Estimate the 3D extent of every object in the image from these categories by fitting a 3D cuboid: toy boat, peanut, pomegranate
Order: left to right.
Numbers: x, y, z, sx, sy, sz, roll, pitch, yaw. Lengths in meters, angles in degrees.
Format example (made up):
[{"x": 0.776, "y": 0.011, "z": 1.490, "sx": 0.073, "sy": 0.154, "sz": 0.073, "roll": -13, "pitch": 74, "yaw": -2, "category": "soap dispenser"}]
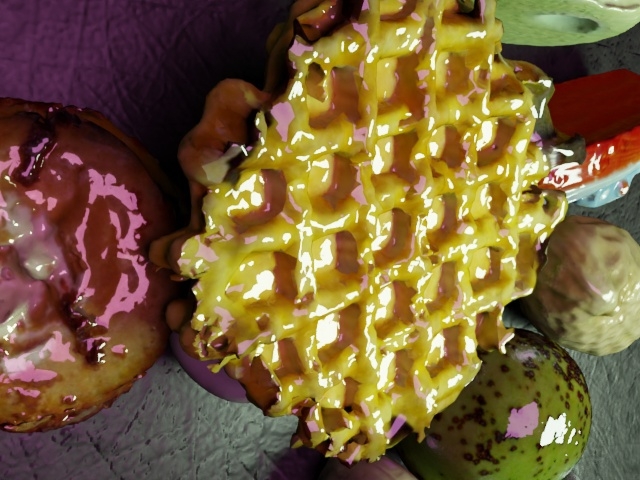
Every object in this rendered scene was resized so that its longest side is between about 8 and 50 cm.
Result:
[{"x": 0.170, "y": 0.152, "z": 0.819, "sx": 0.214, "sy": 0.214, "sz": 0.248, "roll": 13, "pitch": 50, "yaw": -33, "category": "pomegranate"}, {"x": 0.270, "y": -0.090, "z": 0.877, "sx": 0.332, "sy": 0.145, "sz": 0.133, "roll": -20, "pitch": 133, "yaw": -29, "category": "toy boat"}, {"x": 0.299, "y": 0.051, "z": 0.865, "sx": 0.313, "sy": 0.152, "sz": 0.152, "roll": 16, "pitch": 85, "yaw": -61, "category": "peanut"}]

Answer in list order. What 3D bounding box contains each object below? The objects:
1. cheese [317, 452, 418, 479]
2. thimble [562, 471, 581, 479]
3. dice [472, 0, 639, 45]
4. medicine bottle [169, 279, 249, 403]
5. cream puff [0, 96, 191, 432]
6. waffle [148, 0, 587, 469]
[{"x": 0.099, "y": 0.314, "z": 0.754, "sx": 0.071, "sy": 0.249, "sz": 0.163, "roll": -22, "pitch": 122, "yaw": -39, "category": "cheese"}, {"x": 0.238, "y": 0.380, "z": 0.853, "sx": 0.157, "sy": 0.217, "sz": 0.245, "roll": 46, "pitch": 63, "yaw": -37, "category": "thimble"}, {"x": 0.176, "y": -0.327, "z": 0.695, "sx": 0.250, "sy": 0.254, "sz": 0.252, "roll": 10, "pitch": 97, "yaw": -19, "category": "dice"}, {"x": 0.000, "y": 0.000, "z": 0.710, "sx": 0.341, "sy": 0.130, "sz": 0.130, "roll": -50, "pitch": 118, "yaw": -19, "category": "medicine bottle"}, {"x": -0.208, "y": 0.014, "z": 0.564, "sx": 0.240, "sy": 0.164, "sz": 0.240, "roll": -1, "pitch": 94, "yaw": -18, "category": "cream puff"}, {"x": 0.056, "y": -0.016, "z": 0.612, "sx": 0.382, "sy": 0.095, "sz": 0.379, "roll": 44, "pitch": 73, "yaw": -37, "category": "waffle"}]
